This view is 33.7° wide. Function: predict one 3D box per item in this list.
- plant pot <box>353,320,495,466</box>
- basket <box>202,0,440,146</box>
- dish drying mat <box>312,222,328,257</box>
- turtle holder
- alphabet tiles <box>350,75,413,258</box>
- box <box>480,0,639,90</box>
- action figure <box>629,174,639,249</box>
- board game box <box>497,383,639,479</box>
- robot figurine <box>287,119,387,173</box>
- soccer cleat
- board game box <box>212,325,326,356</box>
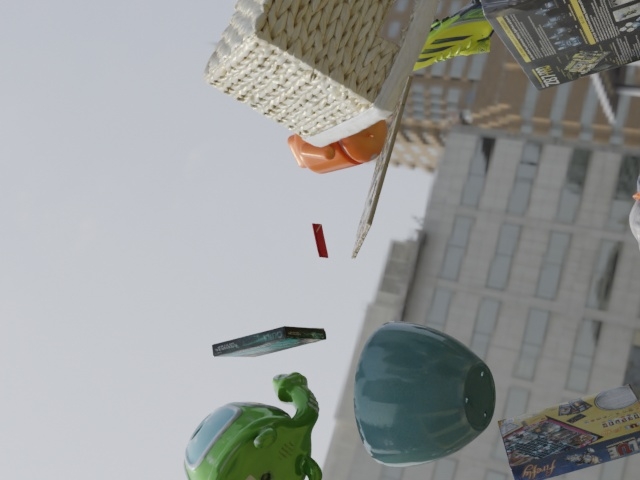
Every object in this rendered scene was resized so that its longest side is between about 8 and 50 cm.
[{"bbox_3d":[0.227,0.303,2.066,0.290,0.195,0.290,7,-99,-54],"label":"plant pot"},{"bbox_3d":[0.007,-0.373,1.787,0.266,0.331,0.328,27,-104,-16],"label":"basket"},{"bbox_3d":[0.000,0.000,2.439,0.032,0.008,0.083,8,-117,-48],"label":"dish drying mat"},{"bbox_3d":[-0.146,0.418,2.145,0.243,0.227,0.320,14,-82,-41],"label":"turtle holder"},{"bbox_3d":[0.076,-0.085,1.388,0.237,0.009,0.198,109,177,-76],"label":"alphabet tiles"},{"bbox_3d":[0.429,-0.358,1.574,0.395,0.318,0.097,20,-125,-65],"label":"box"},{"bbox_3d":[0.625,-0.093,1.630,0.330,0.178,0.341,-41,-51,16],"label":"action figure"},{"bbox_3d":[0.437,0.332,1.814,0.165,0.243,0.042,-83,-25,-72],"label":"board game box"},{"bbox_3d":[0.038,-0.200,2.049,0.158,0.219,0.128,13,-109,-46],"label":"robot figurine"},{"bbox_3d":[0.293,-0.422,2.202,0.121,0.289,0.093,53,-166,-15],"label":"soccer cleat"},{"bbox_3d":[-0.099,0.196,2.032,0.126,0.186,0.026,9,-111,-52],"label":"board game box"}]
